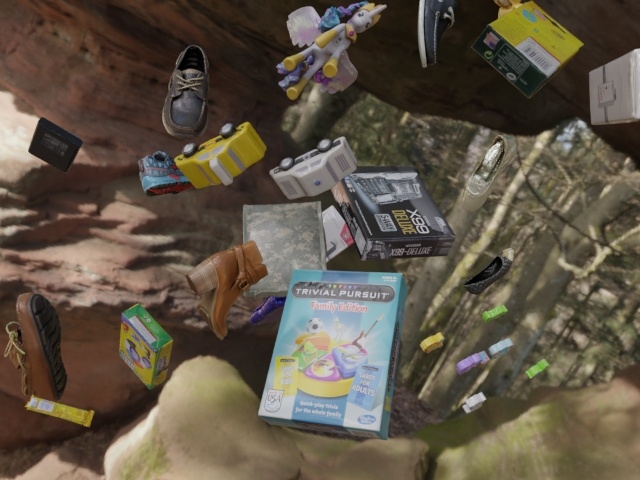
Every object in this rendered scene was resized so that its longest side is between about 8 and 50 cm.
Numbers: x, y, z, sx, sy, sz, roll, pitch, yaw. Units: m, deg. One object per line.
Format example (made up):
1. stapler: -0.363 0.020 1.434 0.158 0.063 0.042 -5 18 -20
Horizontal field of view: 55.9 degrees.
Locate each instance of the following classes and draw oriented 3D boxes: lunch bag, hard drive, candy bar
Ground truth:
1. lunch bag: -0.098 0.043 1.702 0.235 0.169 0.287 -3 51 -1
2. hard drive: -0.576 -0.203 1.307 0.094 0.135 0.022 31 55 -20
3. candy bar: -0.648 0.423 1.502 0.162 0.040 0.018 21 -21 -15

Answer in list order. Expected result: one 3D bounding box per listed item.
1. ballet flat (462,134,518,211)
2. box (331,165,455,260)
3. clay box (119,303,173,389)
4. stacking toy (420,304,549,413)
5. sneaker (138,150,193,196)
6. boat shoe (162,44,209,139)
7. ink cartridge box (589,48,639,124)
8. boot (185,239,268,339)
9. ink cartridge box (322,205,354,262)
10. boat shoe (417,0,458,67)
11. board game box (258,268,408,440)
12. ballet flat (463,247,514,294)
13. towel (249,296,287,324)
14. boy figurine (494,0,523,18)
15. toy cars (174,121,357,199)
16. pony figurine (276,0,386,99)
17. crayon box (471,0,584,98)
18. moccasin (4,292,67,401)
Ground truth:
1. ballet flat: 0.483 -0.199 1.769 0.086 0.248 0.086 27 14 -7
2. box: 0.181 -0.080 1.593 0.243 0.076 0.307 -2 43 -17
3. clay box: -0.418 0.262 1.430 0.127 0.222 0.053 42 48 18
4. stacking toy: 0.345 0.239 1.261 0.221 0.052 0.167 -23 58 -15
5. sneaker: -0.432 -0.206 1.754 0.125 0.104 0.262 67 17 0
6. boat shoe: -0.388 -0.437 1.741 0.132 0.130 0.355 1 50 -11
7. ink cartridge box: 0.630 -0.279 1.092 0.207 0.117 0.283 -4 8 11
8. boot: -0.172 0.101 1.210 0.152 0.197 0.073 -30 46 -23
9. ink cartridge box: 0.000 0.000 2.184 0.158 0.218 0.092 53 -6 1
10. boat shoe: 0.274 -0.550 1.406 0.091 0.302 0.114 1 -7 9
11. board game box: 0.034 0.227 1.272 0.254 0.336 0.079 1 -30 20
12. ballet flat: 0.466 0.086 1.657 0.049 0.173 0.057 28 25 -25
13. towel: -0.134 0.250 2.368 0.228 0.308 0.076 -5 71 -27
14. boy figurine: 0.635 -0.707 1.977 0.092 0.285 0.177 -25 28 -10
15. toy cars: -0.109 -0.152 1.292 0.394 0.176 0.087 5 43 -17
16. pony figurine: 0.016 -0.591 1.882 0.302 0.351 0.363 51 53 -18
17. crayon box: 0.558 -0.515 1.601 0.202 0.081 0.318 45 48 8
18. moccasin: -0.780 0.290 1.629 0.147 0.380 0.139 6 44 -8
